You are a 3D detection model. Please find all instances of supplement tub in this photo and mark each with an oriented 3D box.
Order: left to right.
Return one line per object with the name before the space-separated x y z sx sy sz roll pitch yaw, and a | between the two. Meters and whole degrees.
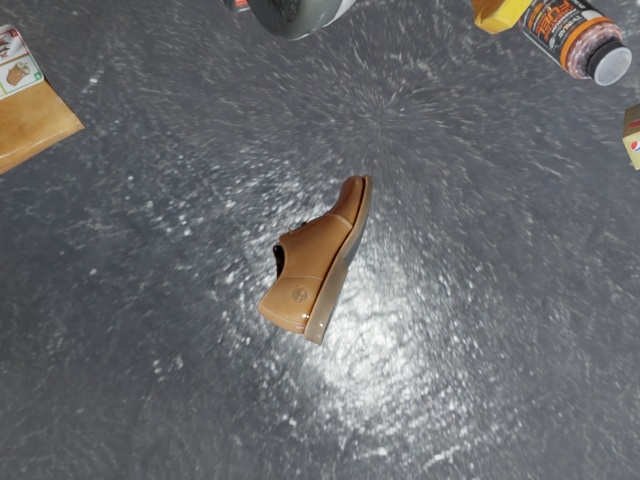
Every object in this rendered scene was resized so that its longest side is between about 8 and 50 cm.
supplement tub | 0.414 -0.333 1.444 0.106 0.106 0.198 -40 50 8

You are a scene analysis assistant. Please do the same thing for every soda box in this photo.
soda box | 0.530 -0.177 1.442 0.061 0.181 0.058 -22 104 27

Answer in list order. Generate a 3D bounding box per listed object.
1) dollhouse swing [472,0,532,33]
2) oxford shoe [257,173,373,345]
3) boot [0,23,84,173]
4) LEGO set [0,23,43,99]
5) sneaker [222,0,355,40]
dollhouse swing | 0.204 -0.482 1.033 0.315 0.346 0.305 36 127 -25
oxford shoe | 0.000 0.000 0.828 0.076 0.212 0.076 19 132 6
boot | -0.323 -0.025 0.757 0.280 0.096 0.264 -33 68 -9
LEGO set | -0.351 -0.143 0.640 0.060 0.244 0.182 -13 110 49
sneaker | 0.016 -0.174 0.461 0.145 0.270 0.090 -23 108 -4
